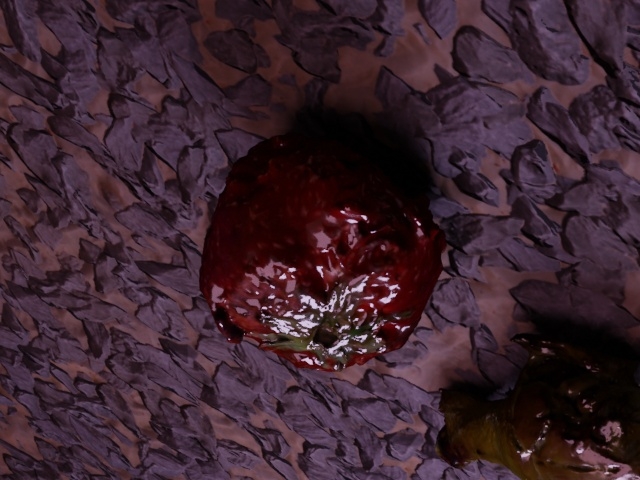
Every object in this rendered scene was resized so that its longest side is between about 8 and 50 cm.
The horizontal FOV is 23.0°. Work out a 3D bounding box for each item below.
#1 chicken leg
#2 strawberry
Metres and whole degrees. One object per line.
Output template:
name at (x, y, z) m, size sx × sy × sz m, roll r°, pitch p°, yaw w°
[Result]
chicken leg at (0.237, 0.195, 1.738) m, size 0.361 × 0.140 × 0.211 m, roll 11°, pitch 115°, yaw 50°
strawberry at (0.000, 0.000, 1.668) m, size 0.274 × 0.220 × 0.274 m, roll -6°, pitch 145°, yaw -4°
